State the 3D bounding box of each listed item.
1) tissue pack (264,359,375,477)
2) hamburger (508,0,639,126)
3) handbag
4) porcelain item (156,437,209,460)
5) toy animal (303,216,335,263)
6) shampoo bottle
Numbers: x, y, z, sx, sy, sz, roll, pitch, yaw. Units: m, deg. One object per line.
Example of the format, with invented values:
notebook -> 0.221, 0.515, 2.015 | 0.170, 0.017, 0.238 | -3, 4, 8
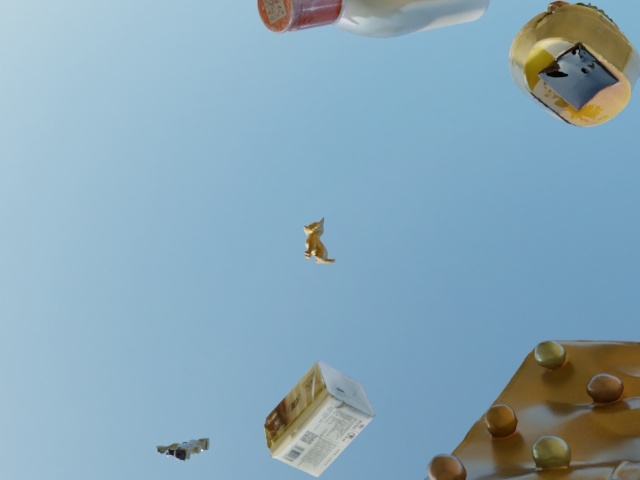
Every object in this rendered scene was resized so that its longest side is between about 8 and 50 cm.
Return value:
tissue pack -> -0.004, 0.288, 1.171 | 0.149, 0.106, 0.099 | -49, -152, 14
hamburger -> 0.412, -0.282, 1.167 | 0.173, 0.210, 0.116 | -48, -160, 37
handbag -> 0.293, 0.216, 0.754 | 0.283, 0.133, 0.401 | -9, -168, 41
porcelain item -> -0.237, 0.345, 1.197 | 0.075, 0.136, 0.021 | -1, -98, 7
toy animal -> 0.000, 0.000, 1.447 | 0.081, 0.060, 0.083 | 16, -106, 8
shampoo bottle -> 0.044, -0.206, 0.600 | 0.220, 0.051, 0.108 | -24, -123, -39
